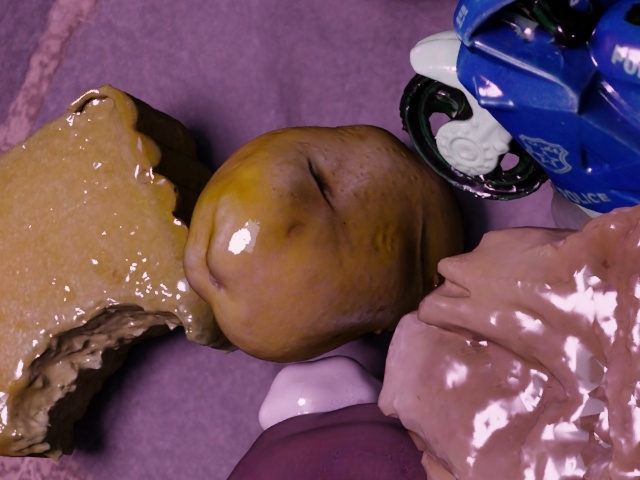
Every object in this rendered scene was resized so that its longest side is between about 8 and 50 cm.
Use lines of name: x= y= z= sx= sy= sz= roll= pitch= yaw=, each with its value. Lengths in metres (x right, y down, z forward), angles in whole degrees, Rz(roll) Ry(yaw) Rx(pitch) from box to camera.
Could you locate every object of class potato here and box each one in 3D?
potato: x=0.002 y=-0.003 z=0.905 sx=0.154 sy=0.200 sz=0.137 roll=42 pitch=135 yaw=38

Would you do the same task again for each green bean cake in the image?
green bean cake: x=-0.176 y=0.033 z=1.018 sx=0.236 sy=0.124 sz=0.233 roll=-30 pitch=66 yaw=19

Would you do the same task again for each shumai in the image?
shumai: x=0.181 y=0.077 z=0.557 sx=0.283 sy=0.217 sz=0.346 roll=176 pitch=96 yaw=-66

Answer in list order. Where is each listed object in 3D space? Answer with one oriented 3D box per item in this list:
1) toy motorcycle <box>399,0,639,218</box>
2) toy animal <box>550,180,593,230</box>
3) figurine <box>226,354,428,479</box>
toy motorcycle: x=0.187 y=-0.062 z=0.666 sx=0.331 sy=0.196 sz=0.125 roll=18 pitch=54 yaw=25
toy animal: x=0.270 y=0.000 z=0.813 sx=0.251 sy=0.127 sz=0.125 roll=34 pitch=89 yaw=15
figurine: x=0.033 y=0.280 z=0.849 sx=0.218 sy=0.206 sz=0.365 roll=9 pitch=105 yaw=22
